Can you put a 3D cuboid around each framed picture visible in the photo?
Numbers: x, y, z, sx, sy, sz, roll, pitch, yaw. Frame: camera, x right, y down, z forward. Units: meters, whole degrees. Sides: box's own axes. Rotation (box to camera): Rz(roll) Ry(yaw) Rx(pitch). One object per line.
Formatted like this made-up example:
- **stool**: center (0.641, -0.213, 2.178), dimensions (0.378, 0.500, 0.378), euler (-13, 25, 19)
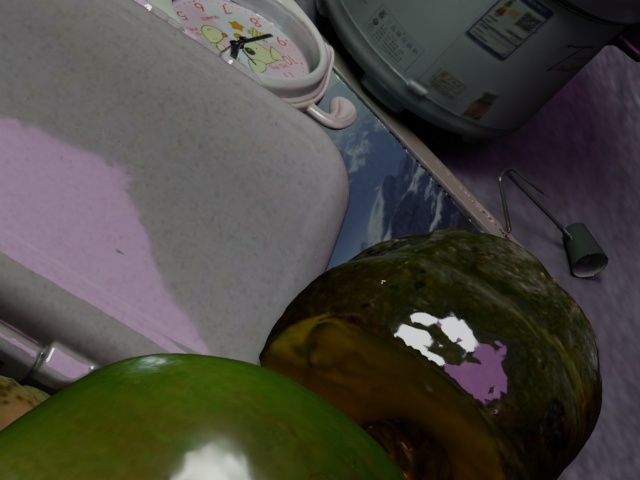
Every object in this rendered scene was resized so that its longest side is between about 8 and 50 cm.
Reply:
- **framed picture**: center (0.000, 0.000, 1.292), dimensions (0.247, 0.022, 0.335), euler (47, 41, 0)

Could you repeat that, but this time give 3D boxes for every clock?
- **clock**: center (-0.066, -0.135, 1.281), dimensions (0.151, 0.062, 0.191), euler (-13, 53, -47)

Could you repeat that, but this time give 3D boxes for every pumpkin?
- **pumpkin**: center (0.048, 0.128, 1.080), dimensions (0.190, 0.280, 0.139), euler (33, 34, 13)

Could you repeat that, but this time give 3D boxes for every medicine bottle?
- **medicine bottle**: center (-0.172, -0.047, 1.086), dimensions (0.375, 0.123, 0.282), euler (33, 52, -14)

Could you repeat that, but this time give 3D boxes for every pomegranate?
- **pomegranate**: center (-0.067, 0.168, 0.893), dimensions (0.216, 0.310, 0.358), euler (-35, 47, -18)

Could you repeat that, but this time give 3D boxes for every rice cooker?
- **rice cooker**: center (0.141, -0.226, 1.419), dimensions (0.280, 0.227, 0.241), euler (38, 34, -8)

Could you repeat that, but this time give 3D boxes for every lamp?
- **lamp**: center (0.192, -0.016, 1.443), dimensions (0.121, 0.041, 0.054), euler (33, 30, -45)
